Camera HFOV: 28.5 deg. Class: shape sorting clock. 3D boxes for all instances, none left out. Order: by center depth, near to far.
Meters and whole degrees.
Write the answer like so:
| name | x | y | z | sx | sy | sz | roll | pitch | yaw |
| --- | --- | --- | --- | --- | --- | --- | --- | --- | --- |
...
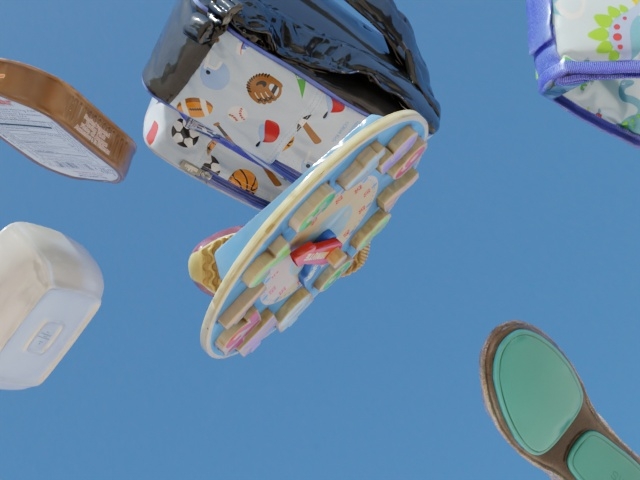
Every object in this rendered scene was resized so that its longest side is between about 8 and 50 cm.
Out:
| name | x | y | z | sx | sy | sz | roll | pitch | yaw |
| --- | --- | --- | --- | --- | --- | --- | --- | --- | --- |
| shape sorting clock | 0.000 | 0.000 | 0.814 | 0.206 | 0.206 | 0.040 | -44 | -104 | 3 |

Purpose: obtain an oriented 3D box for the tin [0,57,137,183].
| name | x | y | z | sx | sy | sz | roll | pitch | yaw |
| --- | --- | --- | --- | --- | --- | --- | --- | --- | --- |
| tin | -0.234 | -0.099 | 1.092 | 0.189 | 0.106 | 0.040 | 44 | -127 | -58 |

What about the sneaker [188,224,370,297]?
| name | x | y | z | sx | sy | sz | roll | pitch | yaw |
| --- | --- | --- | --- | --- | --- | --- | --- | --- | --- |
| sneaker | -0.048 | 0.012 | 1.107 | 0.185 | 0.084 | 0.070 | -7 | -77 | -38 |

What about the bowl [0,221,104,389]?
| name | x | y | z | sx | sy | sz | roll | pitch | yaw |
| --- | --- | --- | --- | --- | --- | --- | --- | --- | --- |
| bowl | -0.237 | 0.063 | 1.006 | 0.142 | 0.053 | 0.142 | -52 | -20 | 1 |

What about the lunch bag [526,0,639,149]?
| name | x | y | z | sx | sy | sz | roll | pitch | yaw |
| --- | --- | --- | --- | --- | --- | --- | --- | --- | --- |
| lunch bag | 0.158 | -0.116 | 0.595 | 0.151 | 0.096 | 0.129 | 8 | -115 | -26 |

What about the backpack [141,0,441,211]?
| name | x | y | z | sx | sy | sz | roll | pitch | yaw |
| --- | --- | --- | --- | --- | --- | --- | --- | --- | --- |
| backpack | -0.026 | -0.143 | 1.175 | 0.263 | 0.276 | 0.213 | 25 | -57 | -11 |

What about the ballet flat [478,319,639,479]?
| name | x | y | z | sx | sy | sz | roll | pitch | yaw |
| --- | --- | --- | --- | --- | --- | --- | --- | --- | --- |
| ballet flat | 0.233 | 0.190 | 1.320 | 0.107 | 0.106 | 0.316 | -45 | -60 | -13 |
